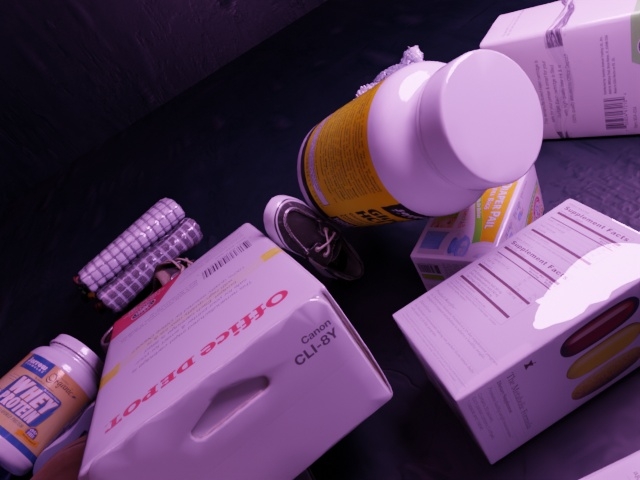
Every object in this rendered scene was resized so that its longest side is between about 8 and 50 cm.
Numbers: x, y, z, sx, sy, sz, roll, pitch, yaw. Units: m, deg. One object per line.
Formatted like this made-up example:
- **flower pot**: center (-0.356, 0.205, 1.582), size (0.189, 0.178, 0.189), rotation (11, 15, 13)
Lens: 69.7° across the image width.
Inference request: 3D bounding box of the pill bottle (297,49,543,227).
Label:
- **pill bottle**: center (0.110, -0.119, 0.618), size (0.188, 0.188, 0.334), rotation (-46, 15, -19)

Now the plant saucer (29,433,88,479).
- **plant saucer**: center (-0.298, 0.377, 0.566), size (0.277, 0.041, 0.278), rotation (-10, 57, 16)

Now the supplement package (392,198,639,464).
- **supplement package**: center (0.229, 0.092, 0.496), size (0.244, 0.139, 0.134), rotation (-34, 34, -1)

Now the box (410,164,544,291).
- **box**: center (0.230, -0.015, 0.652), size (0.114, 0.103, 0.203), rotation (3, 49, 40)

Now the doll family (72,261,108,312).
- **doll family**: center (-0.541, 0.103, 1.124), size (0.111, 0.076, 0.193), rotation (-43, 32, -7)

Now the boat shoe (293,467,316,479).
- **boat shoe**: center (-0.006, 0.315, 0.423), size (0.119, 0.121, 0.335), rotation (-43, 35, -8)

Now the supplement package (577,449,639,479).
- **supplement package**: center (0.224, 0.279, 0.223), size (0.145, 0.204, 0.262), rotation (-30, 35, 7)

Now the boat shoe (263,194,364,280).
- **boat shoe**: center (0.000, 0.000, 0.712), size (0.070, 0.219, 0.078), rotation (13, 73, 40)

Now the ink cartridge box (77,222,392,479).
- **ink cartridge box**: center (-0.125, 0.146, 0.605), size (0.279, 0.160, 0.384), rotation (-37, 20, -8)

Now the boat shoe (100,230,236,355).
- **boat shoe**: center (-0.245, 0.100, 0.848), size (0.132, 0.130, 0.355), rotation (13, 55, 44)

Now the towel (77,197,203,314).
- **towel**: center (-0.384, 0.035, 0.974), size (0.235, 0.121, 0.283), rotation (-47, 18, -21)

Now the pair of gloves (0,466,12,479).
- **pair of gloves**: center (-0.588, 0.396, 0.850), size (0.159, 0.023, 0.198), rotation (-42, 38, -12)

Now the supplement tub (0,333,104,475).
- **supplement tub**: center (-0.488, 0.277, 0.797), size (0.144, 0.144, 0.200), rotation (-2, 36, 35)

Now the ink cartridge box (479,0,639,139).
- **ink cartridge box**: center (0.421, -0.275, 0.735), size (0.272, 0.198, 0.115), rotation (7, 50, 41)

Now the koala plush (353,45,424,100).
- **koala plush**: center (0.158, -0.224, 0.853), size (0.196, 0.221, 0.203), rotation (-44, 37, -15)

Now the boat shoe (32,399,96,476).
- **boat shoe**: center (-0.387, 0.322, 0.763), size (0.183, 0.065, 0.083), rotation (-45, 5, 6)
